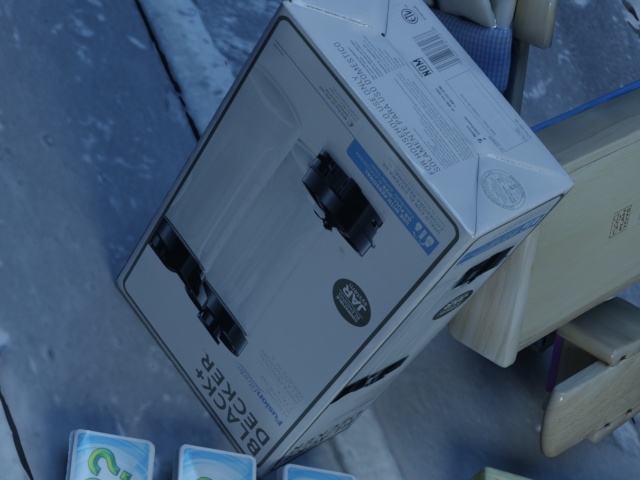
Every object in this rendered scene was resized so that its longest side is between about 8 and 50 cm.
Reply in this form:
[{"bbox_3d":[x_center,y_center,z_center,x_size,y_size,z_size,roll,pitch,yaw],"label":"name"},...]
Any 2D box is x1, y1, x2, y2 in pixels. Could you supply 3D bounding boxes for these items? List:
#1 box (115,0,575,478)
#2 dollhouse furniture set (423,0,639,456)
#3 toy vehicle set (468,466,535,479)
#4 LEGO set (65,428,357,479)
[{"bbox_3d":[0.000,0.000,0.898,0.087,0.290,0.169,-27,74,-39],"label":"box"},{"bbox_3d":[0.073,-0.035,1.030,0.198,0.286,0.303,-23,41,-39],"label":"dollhouse furniture set"},{"bbox_3d":[0.165,0.283,0.949,0.166,0.035,0.267,20,49,-16],"label":"toy vehicle set"},{"bbox_3d":[-0.060,0.224,0.846,0.182,0.060,0.244,13,57,-18],"label":"LEGO set"}]
